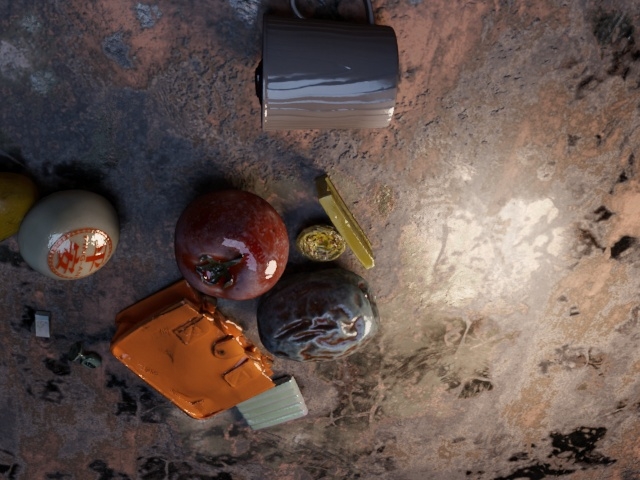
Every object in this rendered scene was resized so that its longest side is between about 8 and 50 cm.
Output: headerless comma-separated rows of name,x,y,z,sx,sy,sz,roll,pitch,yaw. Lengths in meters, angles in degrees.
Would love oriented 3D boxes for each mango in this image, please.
mango,-0.778,-0.060,1.630,0.295,0.120,0.177,-22,149,-6

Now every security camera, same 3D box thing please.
security camera,-0.655,0.331,2.019,0.058,0.058,0.092,-30,132,19

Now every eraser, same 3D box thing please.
eraser,-0.748,0.225,1.945,0.038,0.019,0.083,9,127,-8

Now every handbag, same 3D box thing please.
handbag,-0.345,0.312,1.977,0.303,0.116,0.410,-28,125,18

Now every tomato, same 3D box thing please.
tomato,-0.200,0.005,1.674,0.270,0.227,0.270,11,131,13

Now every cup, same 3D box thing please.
cup,0.006,-0.359,1.444,0.273,0.288,0.208,1,164,-5

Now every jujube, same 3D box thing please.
jujube,-0.013,0.197,1.843,0.308,0.215,0.246,-20,126,14

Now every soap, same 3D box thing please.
soap,0.062,-0.041,1.739,0.037,0.092,0.252,-25,125,13

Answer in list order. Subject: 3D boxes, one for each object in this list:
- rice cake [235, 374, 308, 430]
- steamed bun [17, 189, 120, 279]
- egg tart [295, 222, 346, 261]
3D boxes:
rice cake,-0.148,0.496,2.183,0.198,0.037,0.189,-15,127,8
steamed bun,-0.565,0.001,1.653,0.232,0.145,0.232,-25,147,-17
egg tart,0.000,0.000,1.796,0.129,0.049,0.129,-1,134,-1
